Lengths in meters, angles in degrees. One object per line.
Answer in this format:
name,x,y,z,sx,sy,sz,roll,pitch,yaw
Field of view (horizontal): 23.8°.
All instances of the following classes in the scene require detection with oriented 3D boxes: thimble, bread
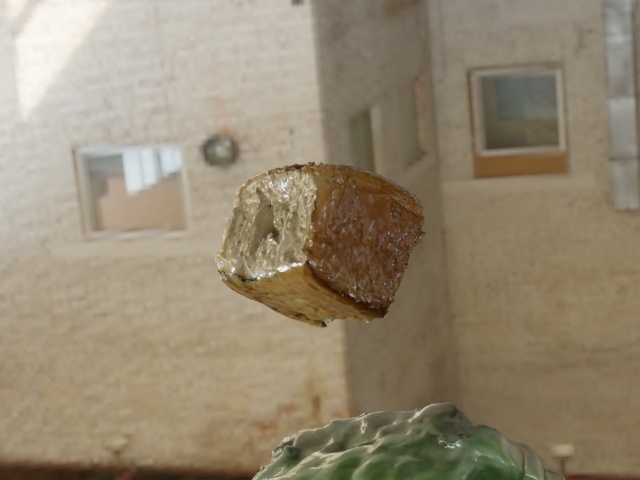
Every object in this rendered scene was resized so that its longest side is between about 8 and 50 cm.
thimble,0.048,0.194,0.761,0.150,0.219,0.219,-15,-173,31
bread,0.000,-0.002,0.765,0.070,0.077,0.083,31,158,-35
